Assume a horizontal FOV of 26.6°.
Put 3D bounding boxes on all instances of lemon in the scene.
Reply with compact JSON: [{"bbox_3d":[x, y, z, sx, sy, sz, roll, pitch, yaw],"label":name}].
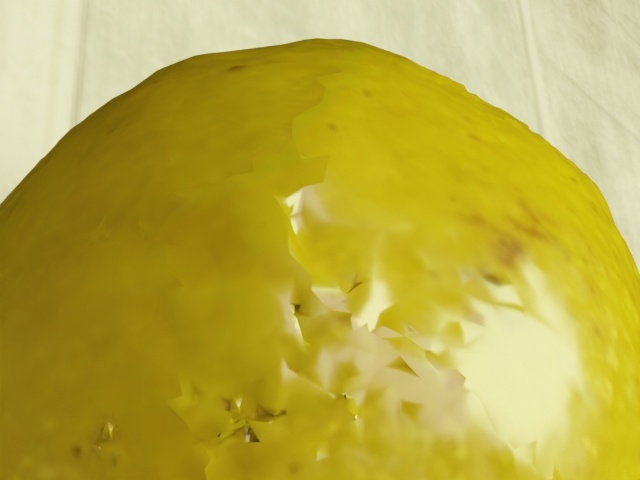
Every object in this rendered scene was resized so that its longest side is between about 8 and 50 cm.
[{"bbox_3d":[-0.007,0.063,0.466,0.258,0.258,0.310,48,23,-10],"label":"lemon"}]
